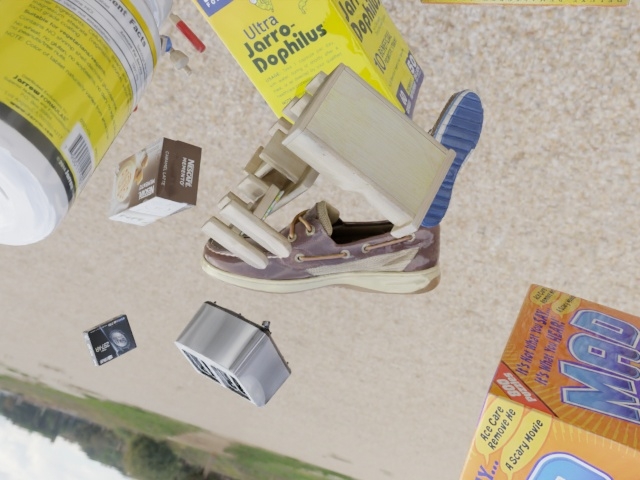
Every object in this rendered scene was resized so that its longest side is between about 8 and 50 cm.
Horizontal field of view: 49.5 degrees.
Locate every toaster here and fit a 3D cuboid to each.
[{"bbox_3d":[-0.161,0.208,1.295,0.168,0.110,0.186,20,150,31],"label":"toaster"}]

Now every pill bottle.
[{"bbox_3d":[-0.282,-0.176,0.714,0.188,0.334,0.188,12,144,9],"label":"pill bottle"}]

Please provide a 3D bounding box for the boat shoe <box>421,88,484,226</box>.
[{"bbox_3d":[0.150,-0.113,0.909,0.066,0.183,0.066,14,-166,-33],"label":"boat shoe"}]

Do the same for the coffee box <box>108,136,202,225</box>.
[{"bbox_3d":[-0.376,-0.127,1.567,0.098,0.141,0.246,14,163,-37],"label":"coffee box"}]

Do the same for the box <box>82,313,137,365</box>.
[{"bbox_3d":[-0.379,0.179,1.250,0.018,0.067,0.083,-5,-166,43],"label":"box"}]

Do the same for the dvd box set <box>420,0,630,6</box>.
[{"bbox_3d":[0.269,-0.505,0.892,0.307,0.062,0.420,8,140,20],"label":"dvd box set"}]

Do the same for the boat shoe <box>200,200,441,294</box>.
[{"bbox_3d":[0.000,0.000,0.978,0.342,0.123,0.123,3,-157,7],"label":"boat shoe"}]

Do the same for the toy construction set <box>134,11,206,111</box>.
[{"bbox_3d":[-0.457,-0.453,1.592,0.237,0.309,0.257,49,151,11],"label":"toy construction set"}]

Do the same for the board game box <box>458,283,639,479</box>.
[{"bbox_3d":[0.377,0.326,0.910,0.356,0.356,0.356,19,-156,18],"label":"board game box"}]

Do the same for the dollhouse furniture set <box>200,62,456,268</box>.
[{"bbox_3d":[0.011,-0.073,0.813,0.161,0.212,0.242,37,155,-14],"label":"dollhouse furniture set"}]

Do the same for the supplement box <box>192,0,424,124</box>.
[{"bbox_3d":[-0.008,-0.330,1.126,0.195,0.194,0.356,-22,119,30],"label":"supplement box"}]
